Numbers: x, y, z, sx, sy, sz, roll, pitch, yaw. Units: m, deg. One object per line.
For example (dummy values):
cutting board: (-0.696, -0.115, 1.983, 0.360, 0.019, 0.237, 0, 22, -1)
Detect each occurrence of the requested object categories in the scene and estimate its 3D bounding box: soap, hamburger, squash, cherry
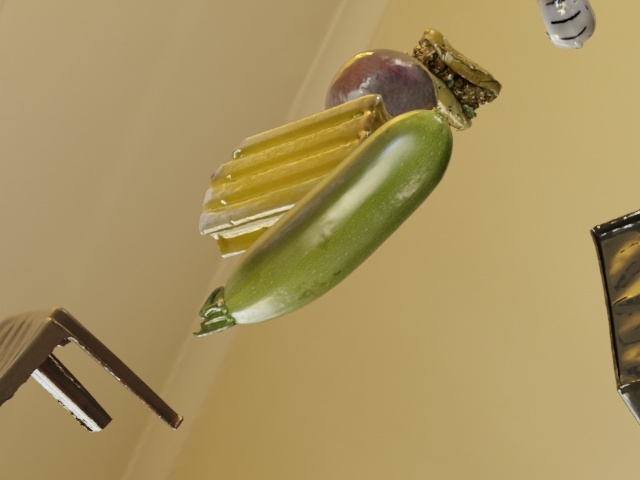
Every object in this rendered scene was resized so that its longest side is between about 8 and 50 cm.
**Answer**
soap: (-0.024, -0.074, 1.430, 0.073, 0.232, 0.140, 51, -145, -36)
hamburger: (0.208, -0.258, 2.031, 0.113, 0.177, 0.185, -50, -40, -5)
squash: (0.000, 0.000, 1.183, 0.341, 0.094, 0.094, -41, -23, 16)
cherry: (0.078, -0.189, 1.717, 0.176, 0.140, 0.176, -20, -50, -27)

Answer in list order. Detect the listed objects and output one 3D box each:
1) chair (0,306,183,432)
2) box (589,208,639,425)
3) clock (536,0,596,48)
chair: (-0.315, 0.112, 1.072, 0.326, 0.176, 0.183, 52, -123, -20)
box: (0.490, 0.077, 1.292, 0.204, 0.345, 0.251, 51, -152, -34)
clock: (0.371, -0.381, 1.909, 0.080, 0.176, 0.117, -22, 6, 19)
